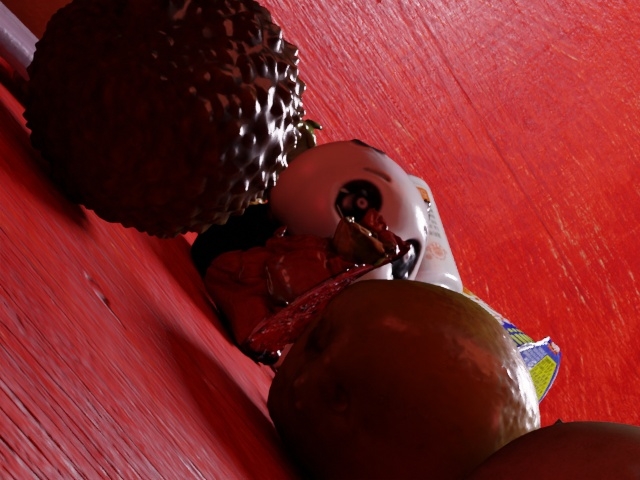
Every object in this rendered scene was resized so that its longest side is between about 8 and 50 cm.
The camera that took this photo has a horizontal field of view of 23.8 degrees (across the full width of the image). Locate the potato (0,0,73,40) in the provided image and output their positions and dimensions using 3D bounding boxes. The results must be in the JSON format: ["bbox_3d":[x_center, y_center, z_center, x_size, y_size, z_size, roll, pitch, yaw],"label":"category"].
[{"bbox_3d":[-0.219,-0.225,1.438,0.120,0.149,0.081,57,8,8],"label":"potato"}]

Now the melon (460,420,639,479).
[{"bbox_3d":[0.197,0.264,1.076,0.268,0.268,0.330,55,-2,28],"label":"melon"}]

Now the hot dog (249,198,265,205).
[{"bbox_3d":[-0.028,0.039,1.916,0.158,0.117,0.349,56,2,34],"label":"hot dog"}]

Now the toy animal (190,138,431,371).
[{"bbox_3d":[-0.001,0.006,1.555,0.187,0.235,0.165,53,8,-32],"label":"toy animal"}]

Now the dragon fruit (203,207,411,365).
[{"bbox_3d":[0.001,0.048,1.421,0.122,0.192,0.092,69,-10,-18],"label":"dragon fruit"}]

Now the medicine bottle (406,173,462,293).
[{"bbox_3d":[0.113,0.046,2.025,0.144,0.144,0.252,51,18,-59],"label":"medicine bottle"}]

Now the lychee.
[{"bbox_3d":[-0.108,-0.101,1.072,0.200,0.200,0.238,55,-20,33],"label":"lychee"}]

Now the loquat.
[{"bbox_3d":[0.087,0.144,1.237,0.246,0.213,0.213,31,8,-14],"label":"loquat"}]

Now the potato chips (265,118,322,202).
[{"bbox_3d":[-0.155,-0.151,1.848,0.373,0.097,0.389,24,-13,33],"label":"potato chips"}]

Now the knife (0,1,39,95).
[{"bbox_3d":[-0.251,-0.163,1.147,0.132,0.038,0.398,53,2,38],"label":"knife"}]

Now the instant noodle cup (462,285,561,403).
[{"bbox_3d":[0.136,0.148,2.184,0.312,0.284,0.284,46,-2,29],"label":"instant noodle cup"}]

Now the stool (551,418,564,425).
[{"bbox_3d":[0.318,0.420,2.108,0.310,0.226,0.310,55,0,15],"label":"stool"}]

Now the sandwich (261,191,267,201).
[{"bbox_3d":[-0.133,-0.107,2.135,0.159,0.079,0.235,58,-8,-7],"label":"sandwich"}]
